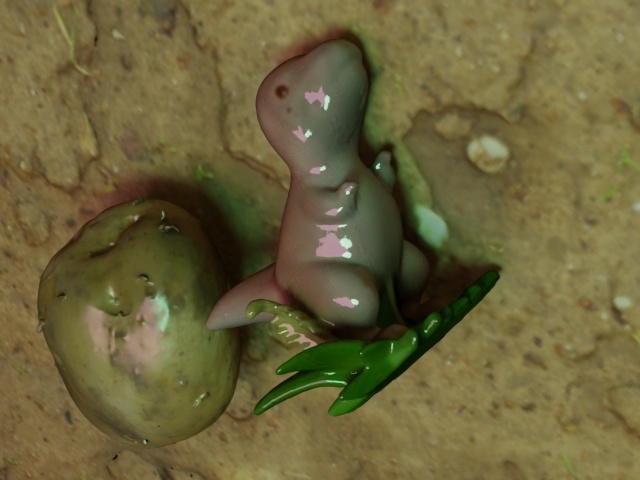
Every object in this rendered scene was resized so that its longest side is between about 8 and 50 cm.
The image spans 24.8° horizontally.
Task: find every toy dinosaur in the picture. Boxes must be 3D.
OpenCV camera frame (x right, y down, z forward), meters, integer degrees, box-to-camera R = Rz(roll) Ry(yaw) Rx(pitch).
[{"bbox_3d":[-0.005,0.003,0.841,0.177,0.152,0.194,48,133,11],"label":"toy dinosaur"}]

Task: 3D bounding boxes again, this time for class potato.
[{"bbox_3d":[-0.129,0.063,0.987,0.161,0.128,0.235,68,157,4],"label":"potato"}]
